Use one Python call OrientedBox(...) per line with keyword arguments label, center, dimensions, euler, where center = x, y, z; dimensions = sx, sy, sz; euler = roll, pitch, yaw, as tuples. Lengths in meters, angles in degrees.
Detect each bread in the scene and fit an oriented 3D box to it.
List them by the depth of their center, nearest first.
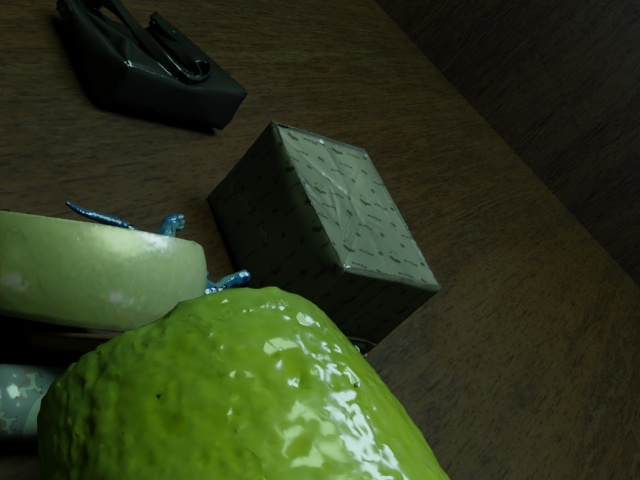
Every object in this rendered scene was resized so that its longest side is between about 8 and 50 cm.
OrientedBox(label="bread", center=(-0.064, 0.233, 0.709), dimensions=(0.348, 0.348, 0.308), euler=(13, 39, -47))

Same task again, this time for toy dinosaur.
OrientedBox(label="toy dinosaur", center=(-0.180, 0.049, 1.107), dimensions=(0.329, 0.076, 0.144), euler=(51, 32, -10))

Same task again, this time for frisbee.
OrientedBox(label="frisbee", center=(-0.178, 0.109, 0.883), dimensions=(0.251, 0.251, 0.021), euler=(11, 81, -48))

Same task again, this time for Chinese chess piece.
OrientedBox(label="Chinese chess piece", center=(-0.243, 0.033, 0.874), dimensions=(0.251, 0.251, 0.097), euler=(13, 84, -46))

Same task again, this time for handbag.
OrientedBox(label="handbag", center=(-0.287, -0.311, 1.436), dimensions=(0.285, 0.113, 0.257), euler=(5, 40, -52))

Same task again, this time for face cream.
OrientedBox(label="face cream", center=(-0.258, 0.160, 0.837), dimensions=(0.229, 0.075, 0.075), euler=(11, 42, -46))

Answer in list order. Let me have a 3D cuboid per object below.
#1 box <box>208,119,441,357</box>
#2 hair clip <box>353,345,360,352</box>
OrientedBox(label="box", center=(0.000, 0.000, 1.301), dimensions=(0.225, 0.190, 0.297), euler=(13, 40, -44))
OrientedBox(label="hair clip", center=(0.049, 0.229, 1.211), dimensions=(0.060, 0.033, 0.188), euler=(23, 39, -33))
